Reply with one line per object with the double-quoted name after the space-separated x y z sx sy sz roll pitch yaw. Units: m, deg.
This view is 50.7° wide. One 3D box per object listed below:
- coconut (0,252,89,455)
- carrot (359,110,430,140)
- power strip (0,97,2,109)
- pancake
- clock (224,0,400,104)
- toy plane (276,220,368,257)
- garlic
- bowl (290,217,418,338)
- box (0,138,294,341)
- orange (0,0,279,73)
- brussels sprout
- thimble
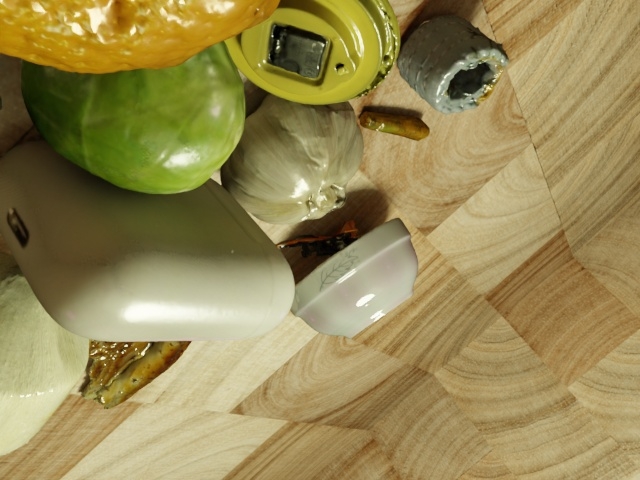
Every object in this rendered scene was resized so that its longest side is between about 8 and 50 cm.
-0.415 0.132 0.842 0.237 0.237 0.266 3 129 -50 "coconut"
0.130 -0.201 1.180 0.170 0.042 0.042 0 134 -44 "carrot"
-0.418 -0.134 0.670 0.192 0.035 0.081 -29 150 -17 "power strip"
-0.352 0.205 1.197 0.266 0.057 0.244 -39 150 2 "pancake"
-0.025 -0.233 0.798 0.237 0.237 0.057 82 21 -57 "clock"
0.003 0.011 1.312 0.188 0.062 0.135 -17 167 -29 "toy plane"
-0.033 -0.116 1.005 0.228 0.152 0.228 -22 144 -17 "garlic"
0.080 0.093 1.338 0.287 0.144 0.287 -33 172 -6 "bowl"
-0.208 0.004 0.835 0.349 0.289 0.141 9 120 -52 "box"
-0.160 -0.289 0.462 0.340 0.293 0.340 -8 158 -3 "orange"
-0.189 -0.153 0.716 0.244 0.244 0.244 -28 149 -18 "brussels sprout"
0.207 -0.280 1.071 0.151 0.118 0.127 -8 139 -41 "thimble"
